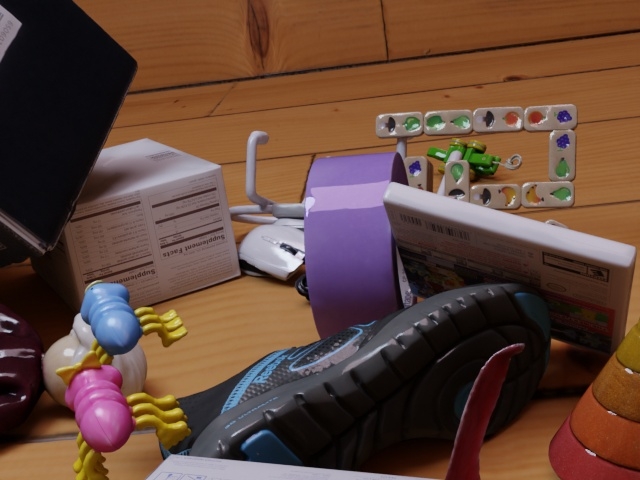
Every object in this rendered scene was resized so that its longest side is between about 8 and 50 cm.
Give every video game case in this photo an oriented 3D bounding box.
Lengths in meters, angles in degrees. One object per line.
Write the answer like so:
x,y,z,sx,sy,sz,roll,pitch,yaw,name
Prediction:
0.161,0.028,0.809,0.201,0.183,0.023,16,67,22,video game case

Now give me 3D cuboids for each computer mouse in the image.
-0.045,0.014,1.134,0.193,0.042,0.106,8,55,49,computer mouse

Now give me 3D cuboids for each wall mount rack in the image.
0.056,-0.081,1.300,0.350,0.130,0.304,0,-5,20,wall mount rack

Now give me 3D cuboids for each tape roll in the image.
0.043,0.011,0.919,0.080,0.189,0.189,-4,19,13,tape roll

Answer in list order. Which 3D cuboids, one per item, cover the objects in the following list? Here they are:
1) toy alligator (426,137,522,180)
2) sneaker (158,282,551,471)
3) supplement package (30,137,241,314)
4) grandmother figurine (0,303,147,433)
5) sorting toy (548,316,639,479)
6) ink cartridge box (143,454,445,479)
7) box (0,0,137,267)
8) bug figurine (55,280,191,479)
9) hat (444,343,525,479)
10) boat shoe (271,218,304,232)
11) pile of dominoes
0.240,-0.116,1.442,0.051,0.056,0.189,30,-10,-40,toy alligator
0.034,0.105,0.746,0.341,0.125,0.139,-17,19,-28,sneaker
-0.254,-0.023,1.212,0.204,0.145,0.262,-18,21,-25,supplement package
-0.333,0.130,0.883,0.342,0.104,0.208,-6,46,-3,grandmother figurine
0.185,0.146,0.541,0.127,0.126,0.365,8,22,16,sorting toy
-0.003,0.186,0.558,0.207,0.097,0.046,-1,17,23,ink cartridge box
-0.557,-0.183,1.047,0.471,0.480,0.297,-14,46,37,box
-0.218,0.134,0.695,0.279,0.072,0.216,-37,32,-11,bug figurine
0.006,0.179,0.420,0.173,0.184,0.208,-4,22,18,hat
0.000,0.000,1.210,0.142,0.049,0.040,1,54,22,boat shoe
0.159,-0.057,1.073,0.251,0.196,0.040,-1,-9,20,pile of dominoes
